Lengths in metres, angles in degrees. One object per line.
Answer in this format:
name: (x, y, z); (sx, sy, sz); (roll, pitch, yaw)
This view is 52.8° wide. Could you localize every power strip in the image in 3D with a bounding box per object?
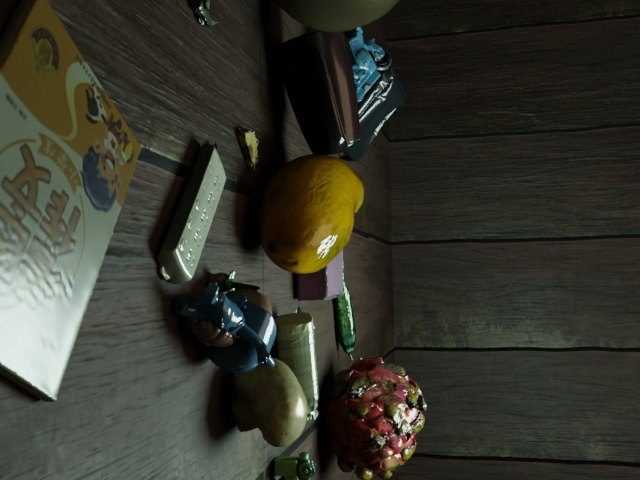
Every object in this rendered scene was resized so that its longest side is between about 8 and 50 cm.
power strip: (-0.165, -0.049, 0.867); (0.060, 0.027, 0.253); (75, 19, -46)

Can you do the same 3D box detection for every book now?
book: (-0.242, -0.038, 0.559); (0.208, 0.020, 0.296); (70, 22, -55)

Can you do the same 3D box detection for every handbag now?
handbag: (0.091, -0.371, 1.776); (0.178, 0.275, 0.302); (44, 9, 11)

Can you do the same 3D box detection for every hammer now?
hammer: (-0.163, -0.394, 0.952); (0.062, 0.017, 0.182); (60, 30, -65)

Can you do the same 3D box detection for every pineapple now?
pineapple: (-0.121, -0.161, 1.098); (0.083, 0.019, 0.045); (75, 24, -47)

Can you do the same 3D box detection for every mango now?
mango: (-0.016, -0.063, 1.206); (0.187, 0.144, 0.359); (49, 32, -15)

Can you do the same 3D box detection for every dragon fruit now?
dragon fruit: (0.129, 0.460, 1.615); (0.291, 0.250, 0.269); (-84, -176, -53)

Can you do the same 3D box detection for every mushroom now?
mushroom: (-0.080, 0.249, 1.001); (0.148, 0.112, 0.148); (159, -90, -87)

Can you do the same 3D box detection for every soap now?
soap: (-0.002, 0.000, 1.448); (0.181, 0.081, 0.260); (-4, 91, -77)

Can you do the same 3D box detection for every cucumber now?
cucumber: (0.065, 0.212, 1.774); (0.056, 0.055, 0.250); (-47, 132, -72)

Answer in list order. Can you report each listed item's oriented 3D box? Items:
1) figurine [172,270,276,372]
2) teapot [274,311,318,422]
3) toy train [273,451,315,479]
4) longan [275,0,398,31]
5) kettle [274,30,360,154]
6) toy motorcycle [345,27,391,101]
figurine: (-0.122, 0.098, 0.886); (0.178, 0.114, 0.145); (53, 34, -54)
teapot: (-0.047, 0.243, 1.251); (0.107, 0.077, 0.201); (-129, -145, -79)
toy train: (-0.047, 0.453, 1.190); (0.050, 0.081, 0.122); (51, 40, -83)
longan: (0.023, -0.556, 1.127); (0.361, 0.360, 0.361); (-2, 90, -77)
kettle: (0.011, -0.287, 1.273); (0.202, 0.143, 0.232); (-133, -153, -83)
toy motorcycle: (0.050, -0.418, 1.540); (0.272, 0.182, 0.123); (-54, -174, -29)
